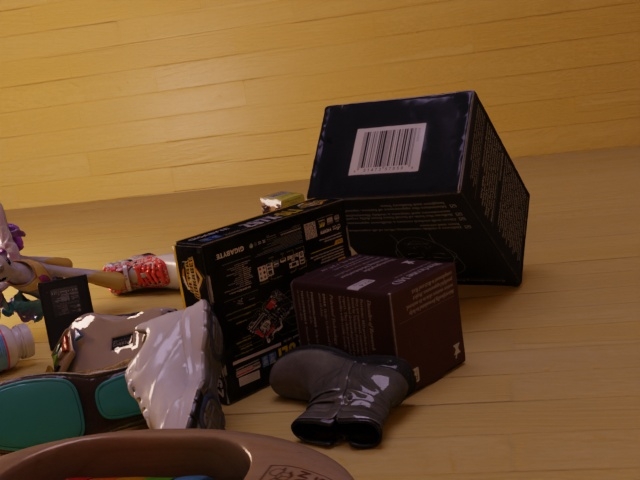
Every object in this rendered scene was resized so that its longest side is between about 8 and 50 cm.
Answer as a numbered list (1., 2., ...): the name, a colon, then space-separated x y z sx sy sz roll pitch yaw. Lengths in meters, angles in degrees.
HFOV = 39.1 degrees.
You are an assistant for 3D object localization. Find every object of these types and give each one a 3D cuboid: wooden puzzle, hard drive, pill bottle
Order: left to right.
1. pill bottle: -0.615 0.206 1.661 0.160 0.087 0.087 -16 15 -34
2. wooden puzzle: -0.451 0.199 1.571 0.014 0.116 0.078 22 12 -34
3. hard drive: -0.493 0.141 1.765 0.094 0.135 0.022 -11 4 -13

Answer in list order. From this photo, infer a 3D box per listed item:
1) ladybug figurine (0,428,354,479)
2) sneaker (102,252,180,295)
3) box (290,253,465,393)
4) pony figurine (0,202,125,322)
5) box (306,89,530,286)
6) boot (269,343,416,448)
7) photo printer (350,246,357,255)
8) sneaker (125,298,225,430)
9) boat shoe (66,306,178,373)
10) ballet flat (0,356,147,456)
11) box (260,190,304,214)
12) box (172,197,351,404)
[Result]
1. ladybug figurine: -0.165 0.291 0.829 0.449 0.162 0.305 -4 13 20
2. sneaker: -0.404 0.083 2.085 0.145 0.090 0.270 -18 13 -36
3. box: 0.090 0.126 1.402 0.203 0.167 0.168 4 17 43
4. pony figurine: -0.653 0.056 1.899 0.351 0.302 0.363 12 -6 36
5. box: 0.202 -0.081 1.717 0.294 0.212 0.395 -1 -27 28
6. boot: 0.000 0.219 1.261 0.246 0.083 0.161 -3 21 33
7. photo printer: 0.000 0.000 2.158 0.307 0.107 0.256 -18 16 -39
8. sneaker: -0.199 0.211 1.218 0.129 0.111 0.297 -13 38 6
9. boat shoe: -0.297 0.188 1.543 0.340 0.127 0.158 -9 -19 44
10. ballet flat: -0.341 0.241 1.323 0.349 0.123 0.123 -12 13 -14
11. box: -0.059 0.021 1.811 0.058 0.232 0.087 -19 15 -31
12. box: -0.074 0.087 1.474 0.079 0.257 0.322 6 19 44
